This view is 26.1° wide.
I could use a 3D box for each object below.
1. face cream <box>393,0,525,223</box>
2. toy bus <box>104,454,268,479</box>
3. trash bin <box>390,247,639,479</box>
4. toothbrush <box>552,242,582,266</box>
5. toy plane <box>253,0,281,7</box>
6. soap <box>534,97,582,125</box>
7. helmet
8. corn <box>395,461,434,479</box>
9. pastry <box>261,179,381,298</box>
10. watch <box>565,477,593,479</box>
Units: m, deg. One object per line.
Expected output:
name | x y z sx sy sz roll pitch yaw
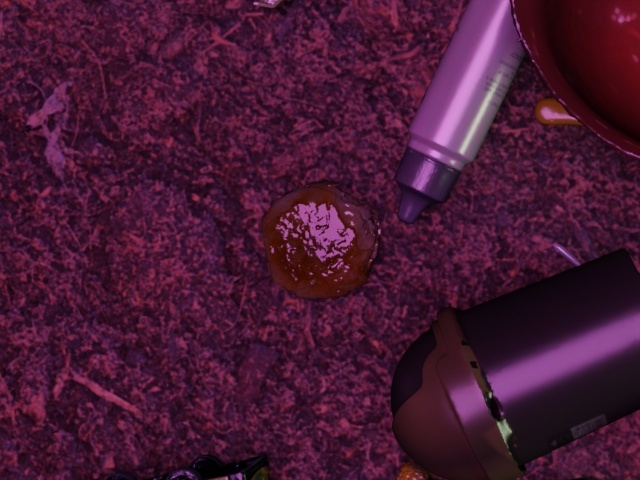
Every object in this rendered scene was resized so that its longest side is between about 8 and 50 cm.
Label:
face cream | 0.168 -0.162 1.663 0.092 0.092 0.311 25 94 9
toy bus | -0.187 0.356 1.718 0.262 0.128 0.150 -13 89 12
trash bin | 0.234 0.152 1.593 0.334 0.214 0.214 -27 86 9
toothbrush | 0.347 0.053 1.674 0.162 0.014 0.017 41 78 8
toy plane | -0.008 -0.399 1.685 0.256 0.104 0.242 8 90 10
soap | 0.305 -0.155 1.677 0.089 0.012 0.034 5 91 10
helmet | 0.410 -0.249 1.548 0.385 0.230 0.337 32 98 16
corn | 0.101 0.375 1.695 0.072 0.072 0.203 14 92 10
pastry | -0.002 0.002 1.701 0.153 0.081 0.153 0 91 6
watch | 0.296 0.390 1.660 0.237 0.068 0.195 -21 88 11
